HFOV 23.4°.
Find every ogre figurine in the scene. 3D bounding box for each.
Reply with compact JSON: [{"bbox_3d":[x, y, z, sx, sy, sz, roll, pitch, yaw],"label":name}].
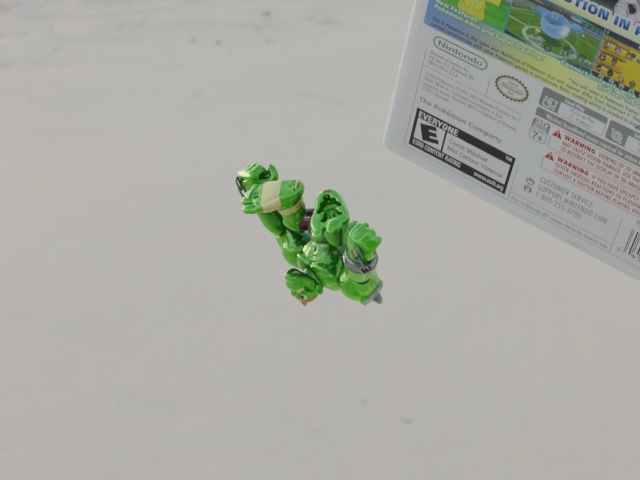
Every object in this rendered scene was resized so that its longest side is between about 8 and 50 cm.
[{"bbox_3d":[0.000,0.000,1.514,0.197,0.118,0.097,8,50,34],"label":"ogre figurine"}]

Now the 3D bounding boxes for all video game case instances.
[{"bbox_3d":[0.211,-0.106,1.051,0.329,0.300,0.036,29,49,17],"label":"video game case"}]
